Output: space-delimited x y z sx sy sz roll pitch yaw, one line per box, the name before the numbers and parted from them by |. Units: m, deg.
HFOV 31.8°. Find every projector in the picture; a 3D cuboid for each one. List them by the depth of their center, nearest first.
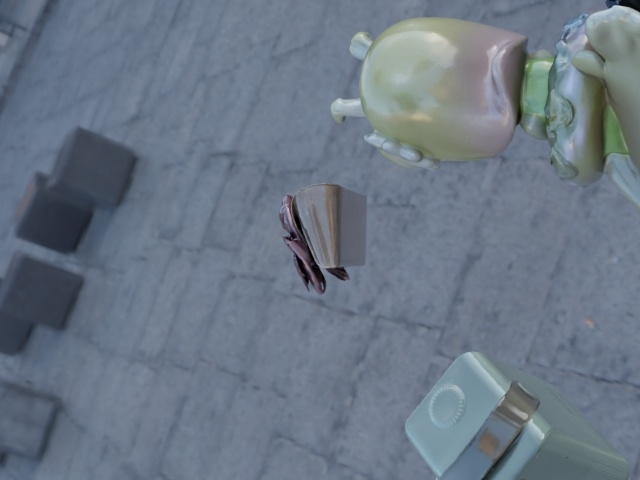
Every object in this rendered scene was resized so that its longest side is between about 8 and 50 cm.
projector | 0.236 0.256 1.393 0.163 0.243 0.177 -55 43 13

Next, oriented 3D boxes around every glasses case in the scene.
glasses case | 0.000 0.000 1.108 0.193 0.070 0.102 1 -91 -80

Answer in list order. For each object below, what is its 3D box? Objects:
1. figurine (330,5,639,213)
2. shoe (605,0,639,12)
figurine | 0.195 -0.116 0.837 0.274 0.395 0.226 39 -119 -67
shoe | 0.192 -0.215 0.728 0.100 0.169 0.071 -22 16 -2
